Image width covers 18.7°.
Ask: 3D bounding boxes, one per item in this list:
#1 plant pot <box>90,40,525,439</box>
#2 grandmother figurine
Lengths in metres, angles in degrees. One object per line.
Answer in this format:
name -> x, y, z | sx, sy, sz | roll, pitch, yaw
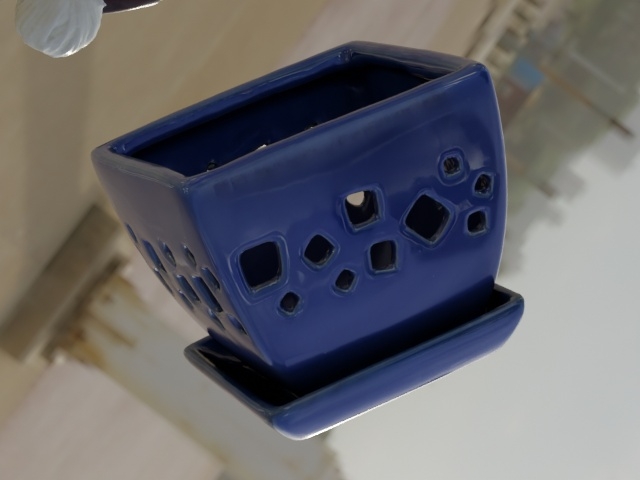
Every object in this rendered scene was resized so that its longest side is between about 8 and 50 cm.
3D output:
plant pot -> 0.000, 0.000, 1.381 | 0.236, 0.212, 0.236 | -23, -163, -17
grandmother figurine -> -0.258, -0.299, 2.142 | 0.342, 0.208, 0.104 | -76, 174, -59
